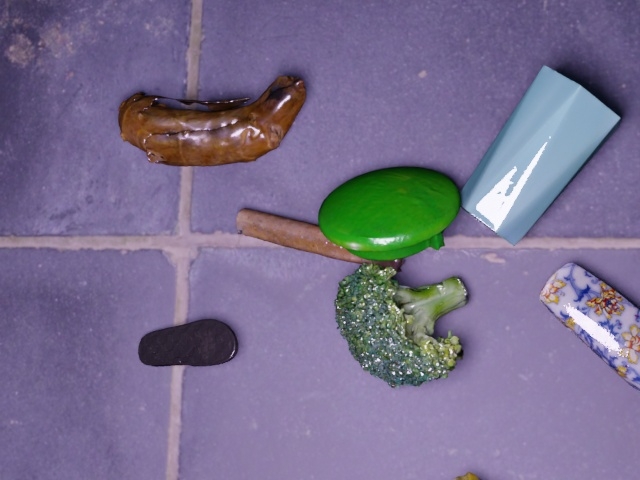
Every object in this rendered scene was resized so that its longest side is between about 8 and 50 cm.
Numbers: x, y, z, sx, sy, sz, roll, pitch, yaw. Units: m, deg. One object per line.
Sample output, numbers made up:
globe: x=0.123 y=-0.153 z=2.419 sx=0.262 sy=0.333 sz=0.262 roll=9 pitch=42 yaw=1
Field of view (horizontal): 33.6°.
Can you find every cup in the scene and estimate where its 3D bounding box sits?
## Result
cup: x=0.306 y=-0.113 z=1.516 sx=0.134 sy=0.148 sz=0.235 roll=37 pitch=94 yaw=17

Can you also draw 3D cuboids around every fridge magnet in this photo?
fridge magnet: x=0.099 y=-0.041 z=1.530 sx=0.208 sy=0.208 sz=0.088 roll=-8 pitch=123 yaw=9

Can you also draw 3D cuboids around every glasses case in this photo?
glasses case: x=0.421 y=0.132 z=1.491 sx=0.248 sy=0.065 sz=0.087 roll=44 pitch=93 yaw=14

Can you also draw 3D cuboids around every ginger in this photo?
ginger: x=-0.173 y=-0.176 z=1.633 sx=0.309 sy=0.107 sz=0.133 roll=1 pitch=58 yaw=12

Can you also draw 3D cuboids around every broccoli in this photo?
broccoli: x=0.129 y=0.109 z=1.515 sx=0.194 sy=0.194 sz=0.219 roll=-44 pitch=53 yaw=2

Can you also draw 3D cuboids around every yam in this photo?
yam: x=0.000 y=0.000 z=1.600 sx=0.264 sy=0.046 sz=0.046 roll=14 pitch=84 yaw=12

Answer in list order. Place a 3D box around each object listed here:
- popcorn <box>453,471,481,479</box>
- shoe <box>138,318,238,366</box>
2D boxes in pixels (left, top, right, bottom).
popcorn: x=0.205 y=0.429 z=1.442 sx=0.168 sy=0.173 sz=0.195 roll=-39 pitch=81 yaw=-11
shoe: x=-0.193 y=0.161 z=1.616 sx=0.179 sy=0.049 sz=0.071 roll=-9 pitch=74 yaw=28
